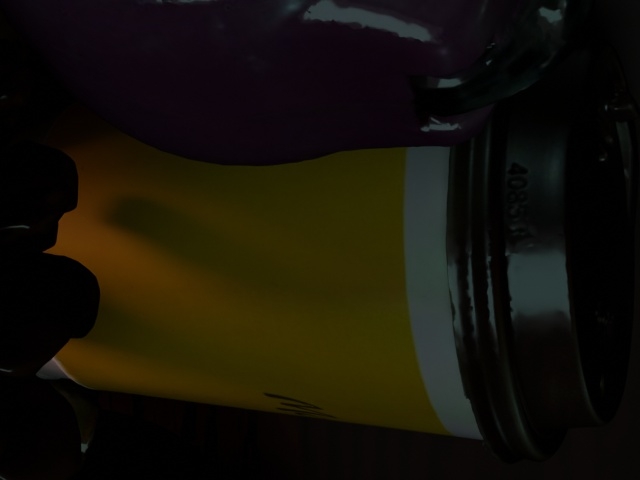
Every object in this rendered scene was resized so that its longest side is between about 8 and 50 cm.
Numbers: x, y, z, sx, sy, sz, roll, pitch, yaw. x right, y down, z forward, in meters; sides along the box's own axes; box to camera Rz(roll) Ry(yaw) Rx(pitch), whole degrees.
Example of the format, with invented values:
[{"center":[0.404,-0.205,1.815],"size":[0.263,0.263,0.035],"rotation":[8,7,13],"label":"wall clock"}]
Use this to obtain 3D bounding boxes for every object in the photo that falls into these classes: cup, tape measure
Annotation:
[{"center":[0.000,0.000,0.643],"size":[0.280,0.196,0.196],"rotation":[-2,120,20],"label":"cup"},{"center":[-0.007,-0.142,0.531],"size":[0.245,0.231,0.149],"rotation":[15,161,16],"label":"tape measure"}]

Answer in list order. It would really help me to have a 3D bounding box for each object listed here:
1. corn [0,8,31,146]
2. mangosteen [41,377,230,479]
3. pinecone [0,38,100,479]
[{"center":[-0.206,-0.033,0.695],"size":[0.119,0.119,0.321],"rotation":[23,123,-4],"label":"corn"},{"center":[-0.144,0.179,0.736],"size":[0.228,0.228,0.265],"rotation":[-14,134,18],"label":"mangosteen"},{"center":[-0.204,-0.003,0.503],"size":[0.264,0.264,0.264],"rotation":[5,121,8],"label":"pinecone"}]
